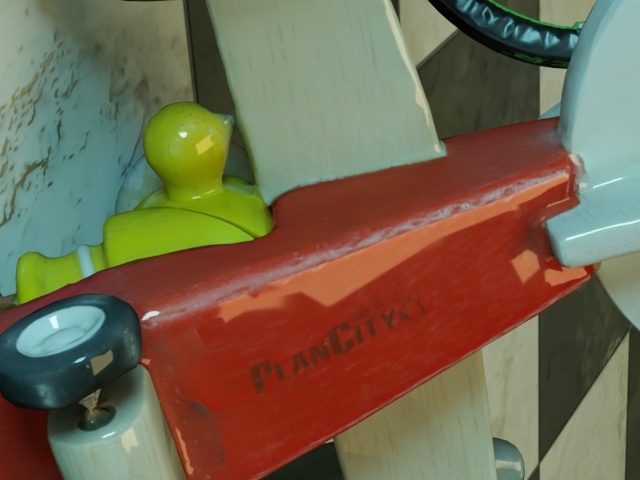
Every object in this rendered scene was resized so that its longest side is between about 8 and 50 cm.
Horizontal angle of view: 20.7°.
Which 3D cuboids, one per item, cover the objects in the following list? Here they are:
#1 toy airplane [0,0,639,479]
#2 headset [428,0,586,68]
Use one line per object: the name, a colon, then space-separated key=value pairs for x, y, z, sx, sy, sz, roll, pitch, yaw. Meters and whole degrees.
toy airplane: x=0.000 y=0.000 z=0.832 sx=0.384 sy=0.272 sz=0.386 roll=22 pitch=95 yaw=-32
headset: x=0.148 y=-0.301 z=1.083 sx=0.185 sy=0.243 sz=0.394 roll=7 pitch=77 yaw=-88
